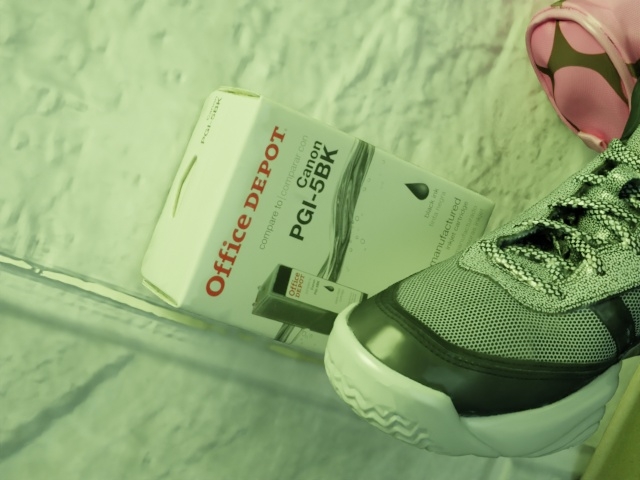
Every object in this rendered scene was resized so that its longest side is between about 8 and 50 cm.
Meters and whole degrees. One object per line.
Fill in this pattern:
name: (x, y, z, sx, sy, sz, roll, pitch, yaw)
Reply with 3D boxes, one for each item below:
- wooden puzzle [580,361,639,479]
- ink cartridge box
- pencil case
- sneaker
wooden puzzle: (0.255, 0.128, 0.479, 0.044, 0.238, 0.221, 2, 116, -43)
ink cartridge box: (0.000, 0.000, 0.448, 0.135, 0.056, 0.099, 20, 92, -29)
pencil case: (0.210, -0.118, 0.513, 0.209, 0.095, 0.098, -27, 125, -17)
sneaker: (0.122, -0.012, 0.401, 0.268, 0.101, 0.153, -10, 126, -36)
